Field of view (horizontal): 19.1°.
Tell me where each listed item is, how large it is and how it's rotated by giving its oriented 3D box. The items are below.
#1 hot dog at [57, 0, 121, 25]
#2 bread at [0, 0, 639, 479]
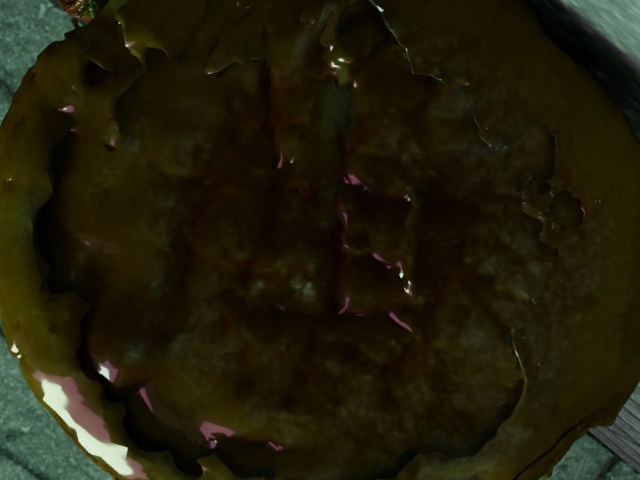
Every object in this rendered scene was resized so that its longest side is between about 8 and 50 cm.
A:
[{"bbox_3d":[-0.201,-0.256,1.640,0.158,0.117,0.349,35,175,43],"label":"hot dog"},{"bbox_3d":[-0.001,-0.003,1.063,0.358,0.337,0.204,47,-176,-9],"label":"bread"}]
